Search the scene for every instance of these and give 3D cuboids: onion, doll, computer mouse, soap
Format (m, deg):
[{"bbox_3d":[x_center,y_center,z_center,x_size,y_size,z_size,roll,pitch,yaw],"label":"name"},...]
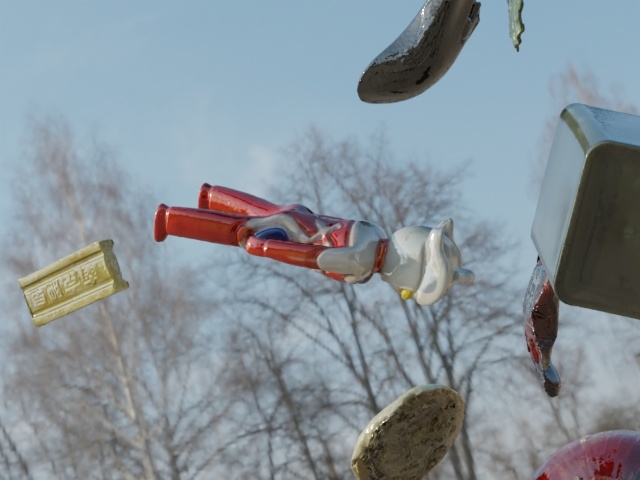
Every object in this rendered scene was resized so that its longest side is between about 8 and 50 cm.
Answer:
[{"bbox_3d":[0.505,0.507,1.790,0.341,0.341,0.341,-16,-19,-6],"label":"onion"},{"bbox_3d":[0.000,0.000,1.238,0.384,0.099,0.188,11,18,18],"label":"doll"},{"bbox_3d":[0.180,-0.310,1.706,0.264,0.088,0.147,-51,-26,19],"label":"computer mouse"},{"bbox_3d":[-0.431,0.077,1.757,0.252,0.092,0.037,-22,-3,38],"label":"soap"}]

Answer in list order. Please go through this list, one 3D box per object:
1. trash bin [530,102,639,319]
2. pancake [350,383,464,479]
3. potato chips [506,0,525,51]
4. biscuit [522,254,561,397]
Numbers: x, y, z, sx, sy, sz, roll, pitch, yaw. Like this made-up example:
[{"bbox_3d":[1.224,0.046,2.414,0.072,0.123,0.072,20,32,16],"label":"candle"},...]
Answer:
[{"bbox_3d":[0.283,-0.035,0.983,0.122,0.164,0.240,12,13,6],"label":"trash bin"},{"bbox_3d":[0.178,0.395,2.039,0.282,0.049,0.282,-18,-49,-22],"label":"pancake"},{"bbox_3d":[0.358,-0.444,1.857,0.028,0.207,0.092,5,-29,0],"label":"potato chips"},{"bbox_3d":[0.351,0.110,1.583,0.063,0.235,0.151,6,8,3],"label":"biscuit"}]
